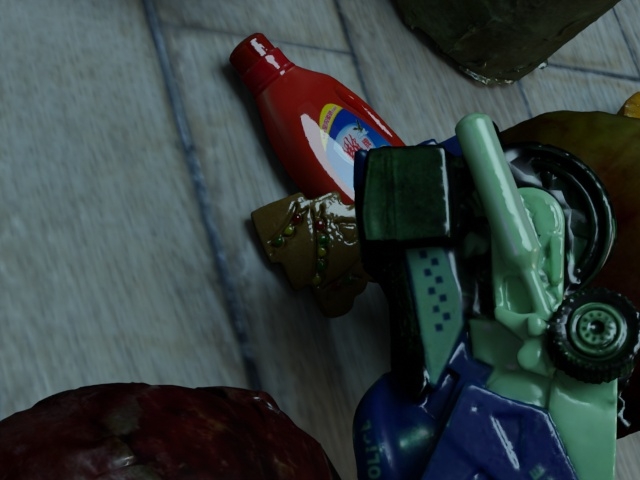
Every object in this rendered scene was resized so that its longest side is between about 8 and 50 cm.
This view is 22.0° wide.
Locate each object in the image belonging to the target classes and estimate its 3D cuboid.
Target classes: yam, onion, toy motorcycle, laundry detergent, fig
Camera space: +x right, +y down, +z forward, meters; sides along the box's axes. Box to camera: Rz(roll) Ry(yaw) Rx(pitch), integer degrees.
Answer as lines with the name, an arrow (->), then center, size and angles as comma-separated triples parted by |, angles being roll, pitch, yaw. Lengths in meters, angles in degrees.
yam -> 0.174, -0.257, 1.187 | 0.195, 0.300, 0.195 | 15, 58, -25
onion -> -0.064, 0.190, 0.707 | 0.221, 0.281, 0.281 | -34, 87, -6
toy motorcycle -> 0.079, 0.100, 0.894 | 0.125, 0.196, 0.331 | 52, 33, -78
laundry detergent -> 0.007, -0.070, 1.075 | 0.165, 0.049, 0.097 | 50, 40, -2
fig -> 0.202, 0.018, 1.106 | 0.217, 0.217, 0.321 | 62, 23, 11

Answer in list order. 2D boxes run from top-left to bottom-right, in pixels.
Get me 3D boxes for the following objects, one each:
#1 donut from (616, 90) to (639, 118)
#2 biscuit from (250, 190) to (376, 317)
donut -> 0.277, -0.069, 1.332 | 0.097, 0.043, 0.108 | -26, 80, -49
biscuit -> 0.000, 0.000, 1.020 | 0.092, 0.016, 0.082 | 27, 79, -9
